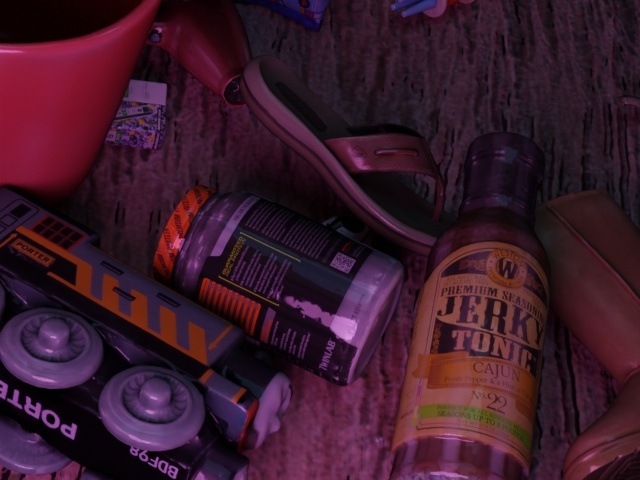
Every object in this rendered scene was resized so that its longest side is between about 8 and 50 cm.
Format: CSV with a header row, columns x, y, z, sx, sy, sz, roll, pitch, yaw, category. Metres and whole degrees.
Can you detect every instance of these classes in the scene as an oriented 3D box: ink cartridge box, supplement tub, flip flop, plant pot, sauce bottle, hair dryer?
x,y,z,sx,sy,sz,roll,pitch,yaw,category
-0.204,-0.124,1.332,0.115,0.029,0.063,6,54,-12,ink cartridge box
-0.036,0.032,1.177,0.190,0.117,0.117,26,48,10,supplement tub
0.047,-0.081,1.274,0.277,0.080,0.112,43,21,5,flip flop
-0.272,-0.165,1.171,0.275,0.243,0.275,8,49,-9,plant pot
0.130,0.063,1.156,0.111,0.111,0.344,12,57,-2,sauce bottle
-0.180,-0.198,1.380,0.293,0.080,0.223,23,44,20,hair dryer

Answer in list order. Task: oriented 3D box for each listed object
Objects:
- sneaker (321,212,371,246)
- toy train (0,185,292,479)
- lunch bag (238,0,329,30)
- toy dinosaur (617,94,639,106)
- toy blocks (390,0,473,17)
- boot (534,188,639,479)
x,y,z,sx,sy,sz,roll,pitch,yaw,category
0.000,0.000,1.264,0.109,0.044,0.040,-24,59,-28,sneaker
-0.183,0.086,1.090,0.334,0.142,0.190,27,39,12,toy train
-0.002,-0.410,1.515,0.138,0.221,0.293,19,47,5,lunch bag
0.440,-0.177,1.516,0.118,0.064,0.268,34,52,27,toy dinosaur
0.118,-0.300,1.556,0.148,0.054,0.123,-27,59,-31,toy blocks
0.236,0.085,1.218,0.236,0.089,0.269,-12,50,-32,boot
